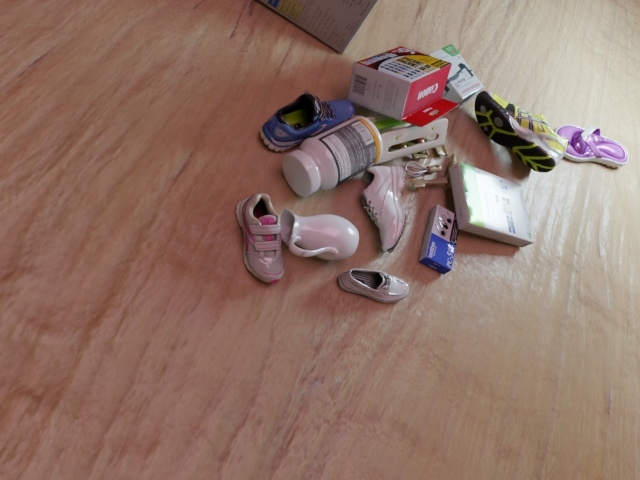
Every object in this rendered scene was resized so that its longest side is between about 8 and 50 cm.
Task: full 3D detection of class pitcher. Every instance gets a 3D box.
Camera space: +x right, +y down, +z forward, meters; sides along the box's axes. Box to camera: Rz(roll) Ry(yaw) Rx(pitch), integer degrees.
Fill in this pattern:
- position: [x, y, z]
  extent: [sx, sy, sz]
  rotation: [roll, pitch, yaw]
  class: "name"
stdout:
- position: [0.000, 0.000, 1.373]
  extent: [0.207, 0.125, 0.178]
  rotation: [12, 33, -22]
  class: "pitcher"

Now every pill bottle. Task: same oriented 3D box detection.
- position: [0.036, -0.244, 1.489]
  extent: [0.278, 0.162, 0.162]
  rotation: [-32, 84, -27]
  class: "pill bottle"

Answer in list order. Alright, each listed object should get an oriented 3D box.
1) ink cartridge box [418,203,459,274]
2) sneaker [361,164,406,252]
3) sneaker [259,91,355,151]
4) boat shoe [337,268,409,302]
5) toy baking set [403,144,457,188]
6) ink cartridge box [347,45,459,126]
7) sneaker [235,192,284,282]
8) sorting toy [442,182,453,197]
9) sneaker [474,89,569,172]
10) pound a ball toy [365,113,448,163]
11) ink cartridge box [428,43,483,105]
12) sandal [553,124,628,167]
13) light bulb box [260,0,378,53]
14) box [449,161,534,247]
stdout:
- position: [0.380, -0.005, 1.620]
  extent: [0.097, 0.046, 0.207]
  rotation: [28, 59, -12]
  class: "ink cartridge box"
- position: [0.187, -0.099, 1.552]
  extent: [0.129, 0.111, 0.297]
  rotation: [5, 62, -7]
  class: "sneaker"
- position: [-0.015, -0.365, 1.528]
  extent: [0.330, 0.147, 0.130]
  rotation: [-26, 81, -34]
  class: "sneaker"
- position: [0.163, 0.126, 1.442]
  extent: [0.226, 0.076, 0.083]
  rotation: [7, 66, -23]
  class: "boat shoe"
- position: [0.374, -0.251, 1.734]
  extent: [0.196, 0.030, 0.256]
  rotation: [18, 55, -9]
  class: "toy baking set"
- position: [0.287, -0.501, 1.642]
  extent: [0.271, 0.130, 0.309]
  rotation: [28, 41, 23]
  class: "ink cartridge box"
- position: [-0.152, -0.014, 1.332]
  extent: [0.103, 0.111, 0.252]
  rotation: [-12, 74, -29]
  class: "sneaker"
- position: [0.457, -0.168, 1.746]
  extent: [0.062, 0.012, 0.083]
  rotation: [-27, 82, -32]
  class: "sorting toy"
- position: [0.729, -0.416, 1.875]
  extent: [0.147, 0.145, 0.385]
  rotation: [-41, 80, -16]
  class: "sneaker"
- position: [0.259, -0.360, 1.683]
  extent: [0.319, 0.136, 0.208]
  rotation: [-19, 43, -26]
  class: "pound a ball toy"
- position: [0.486, -0.607, 1.905]
  extent: [0.153, 0.087, 0.208]
  rotation: [-34, 86, -32]
  class: "ink cartridge box"
- position: [1.138, -0.410, 2.120]
  extent: [0.416, 0.102, 0.169]
  rotation: [5, 67, -23]
  class: "sandal"
- position: [0.028, -0.876, 1.645]
  extent: [0.361, 0.358, 0.225]
  rotation: [29, 57, -13]
  class: "light bulb box"
- position: [0.580, -0.118, 1.730]
  extent: [0.322, 0.058, 0.232]
  rotation: [14, 61, -31]
  class: "box"
